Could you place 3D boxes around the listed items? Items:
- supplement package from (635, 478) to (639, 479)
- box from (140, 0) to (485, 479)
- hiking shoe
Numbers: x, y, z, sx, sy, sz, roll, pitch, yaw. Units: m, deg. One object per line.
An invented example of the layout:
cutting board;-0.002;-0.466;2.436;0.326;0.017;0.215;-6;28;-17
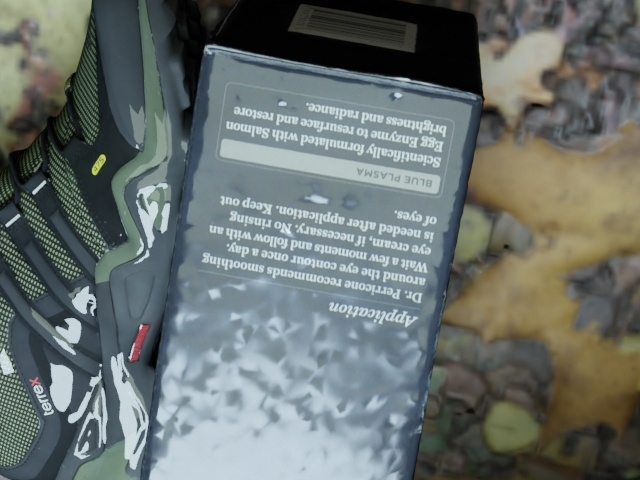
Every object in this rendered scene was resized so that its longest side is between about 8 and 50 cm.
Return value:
supplement package;0.135;0.214;0.698;0.262;0.198;0.199;-16;103;10
box;0.000;0.000;0.671;0.093;0.156;0.158;10;107;1
hiking shoe;-0.104;-0.003;0.716;0.114;0.086;0.227;8;107;0
